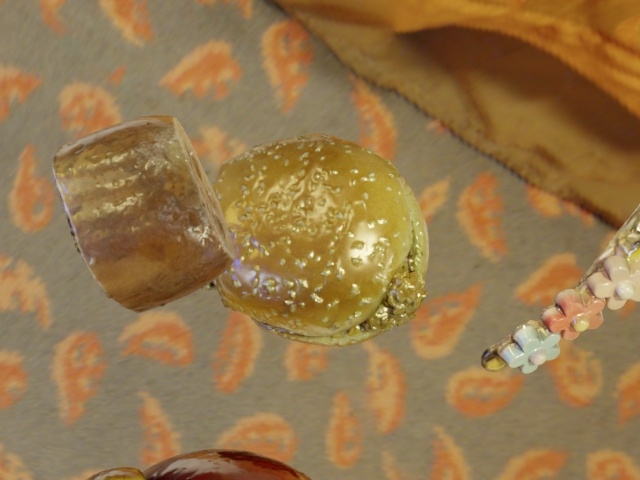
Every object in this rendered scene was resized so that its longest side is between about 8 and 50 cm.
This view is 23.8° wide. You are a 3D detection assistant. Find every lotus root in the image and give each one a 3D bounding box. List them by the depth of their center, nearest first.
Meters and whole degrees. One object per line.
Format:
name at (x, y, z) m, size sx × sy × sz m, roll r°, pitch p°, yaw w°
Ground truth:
lotus root at (-0.108, -0.020, 0.955) m, size 0.081 × 0.112 × 0.122 m, roll -24°, pitch 78°, yaw 4°

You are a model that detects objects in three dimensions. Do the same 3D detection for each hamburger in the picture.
hamburger at (0.000, 0.000, 1.380) m, size 0.215 × 0.122 × 0.189 m, roll 15°, pitch 86°, yaw 19°

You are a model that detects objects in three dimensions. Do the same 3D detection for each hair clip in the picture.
hair clip at (0.228, 0.055, 1.318) m, size 0.214 × 0.056 × 0.062 m, roll -47°, pitch 133°, yaw 15°

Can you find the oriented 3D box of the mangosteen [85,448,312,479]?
mangosteen at (-0.088, 0.236, 1.039) m, size 0.215 × 0.215 × 0.257 m, roll -58°, pitch 142°, yaw -15°
